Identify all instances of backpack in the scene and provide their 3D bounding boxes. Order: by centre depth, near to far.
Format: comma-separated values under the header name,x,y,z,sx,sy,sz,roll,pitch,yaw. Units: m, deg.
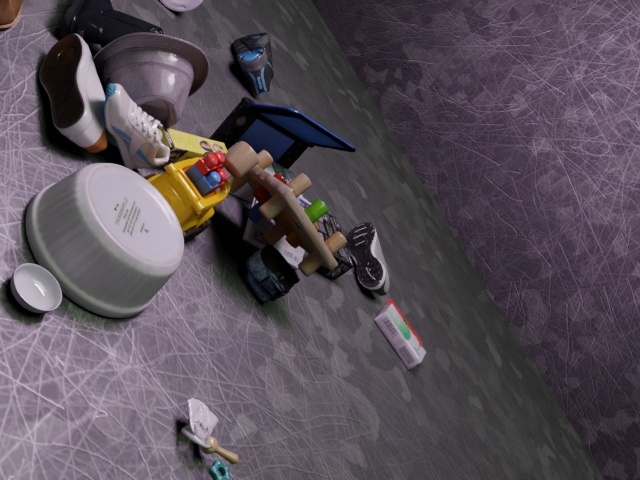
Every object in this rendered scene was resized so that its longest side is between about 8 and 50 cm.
name,x,y,z,sx,sy,sz,roll,pitch,yaw
backpack,-0.120,0.076,1.672,0.114,0.084,0.105,57,24,-6

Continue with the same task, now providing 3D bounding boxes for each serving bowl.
name,x,y,z,sx,sy,sz,roll,pitch,yaw
serving bowl,-0.436,0.077,1.110,0.083,0.027,0.083,43,25,-25

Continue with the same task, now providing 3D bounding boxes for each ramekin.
name,x,y,z,sx,sy,sz,roll,pitch,yaw
ramekin,-0.356,-0.012,1.266,0.273,0.127,0.273,44,25,-26

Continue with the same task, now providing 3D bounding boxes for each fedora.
name,x,y,z,sx,sy,sz,roll,pitch,yaw
fedora,-0.366,-0.317,1.559,0.243,0.275,0.124,9,71,-37

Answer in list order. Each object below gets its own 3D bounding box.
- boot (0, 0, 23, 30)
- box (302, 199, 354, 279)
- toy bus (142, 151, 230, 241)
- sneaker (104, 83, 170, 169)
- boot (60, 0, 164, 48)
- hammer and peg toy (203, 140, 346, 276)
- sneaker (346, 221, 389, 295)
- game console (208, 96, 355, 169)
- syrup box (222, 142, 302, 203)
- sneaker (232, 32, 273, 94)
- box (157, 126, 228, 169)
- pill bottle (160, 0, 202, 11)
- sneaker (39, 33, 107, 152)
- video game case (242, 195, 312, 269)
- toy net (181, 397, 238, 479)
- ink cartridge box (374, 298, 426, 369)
name,x,y,z,sx,sy,sz,roll,pitch,yaw
boot,-0.625,-0.477,1.411,0.112,0.115,0.305,41,24,-25
box,0.000,0.000,2.031,0.147,0.077,0.180,31,32,-45
toy bus,-0.260,-0.104,1.485,0.149,0.211,0.220,53,21,-1
sneaker,-0.369,-0.231,1.462,0.229,0.092,0.088,80,8,-60
boot,-0.468,-0.506,1.697,0.207,0.094,0.247,18,40,-14
hammer and peg toy,-0.106,-0.105,1.630,0.266,0.127,0.361,36,-17,52
sneaker,0.150,0.057,2.252,0.108,0.100,0.272,52,21,-47
game console,-0.101,-0.240,1.905,0.293,0.250,0.173,24,24,-51
syrup box,-0.160,-0.157,1.912,0.236,0.096,0.093,23,39,-51
sneaker,-0.220,-0.597,2.440,0.341,0.125,0.140,-92,168,-58
box,-0.309,-0.199,1.688,0.232,0.087,0.058,6,55,-63
pill bottle,-0.431,-0.836,2.262,0.152,0.152,0.272,38,27,-36
sneaker,-0.486,-0.290,1.472,0.123,0.105,0.290,55,15,-55
video game case,-0.101,-0.046,1.849,0.201,0.023,0.184,32,64,-43
toy net,-0.181,0.371,1.189,0.232,0.045,0.122,59,24,15
ink cartridge box,0.255,0.266,2.203,0.181,0.056,0.224,55,24,0
